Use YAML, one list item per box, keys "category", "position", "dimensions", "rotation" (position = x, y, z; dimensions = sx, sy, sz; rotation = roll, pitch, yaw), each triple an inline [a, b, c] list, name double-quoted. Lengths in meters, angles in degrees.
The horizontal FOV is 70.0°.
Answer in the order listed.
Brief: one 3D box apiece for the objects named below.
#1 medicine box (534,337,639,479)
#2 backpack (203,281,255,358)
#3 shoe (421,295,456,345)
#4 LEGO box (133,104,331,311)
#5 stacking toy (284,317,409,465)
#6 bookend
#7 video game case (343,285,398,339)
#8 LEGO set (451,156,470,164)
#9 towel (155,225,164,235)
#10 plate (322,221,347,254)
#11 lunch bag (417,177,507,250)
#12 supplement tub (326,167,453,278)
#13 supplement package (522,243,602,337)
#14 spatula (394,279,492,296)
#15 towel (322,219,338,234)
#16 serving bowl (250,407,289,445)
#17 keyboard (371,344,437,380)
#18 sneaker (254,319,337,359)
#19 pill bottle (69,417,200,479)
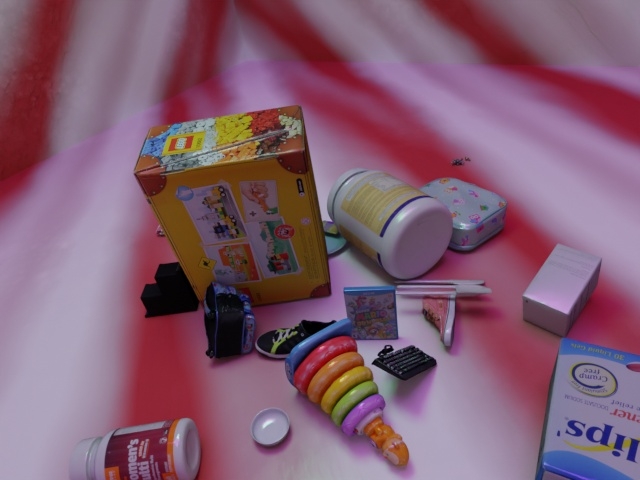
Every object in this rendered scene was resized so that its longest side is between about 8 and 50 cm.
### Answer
- category: "medicine box"
  position: [0.524, 0.344, 0.772]
  dimensions: [0.263, 0.149, 0.289]
  rotation: [11, 40, 27]
- category: "backpack"
  position: [-0.240, 0.191, 1.169]
  dimensions: [0.116, 0.158, 0.173]
  rotation: [-2, 30, -20]
- category: "shoe"
  position: [0.288, 0.188, 1.123]
  dimensions: [0.081, 0.064, 0.178]
  rotation: [2, 32, 19]
- category: "LEGO box"
  position: [-0.187, -0.055, 1.183]
  dimensions: [0.371, 0.501, 0.193]
  rotation: [-7, 45, 3]
- category: "stacking toy"
  position: [0.070, 0.329, 0.933]
  dimensions: [0.165, 0.175, 0.302]
  rotation: [-27, 52, -23]
- category: "bookend"
  position: [-0.442, 0.131, 1.299]
  dimensions: [0.157, 0.156, 0.072]
  rotation: [-9, 36, 3]
- category: "video game case"
  position: [0.122, 0.175, 1.088]
  dimensions: [0.119, 0.167, 0.015]
  rotation: [-3, 36, 11]
- category: "LEGO set"
  position: [0.543, -0.313, 1.778]
  dimensions: [0.083, 0.024, 0.054]
  rotation: [-34, 42, -30]
- category: "towel"
  position: [-0.497, -0.068, 1.701]
  dimensions: [0.196, 0.029, 0.144]
  rotation: [-1, 36, 9]
- category: "plate"
  position: [0.000, 0.000, 1.483]
  dimensions: [0.187, 0.024, 0.188]
  rotation: [-7, 35, 5]
- category: "lunch bag"
  position: [0.411, -0.087, 1.429]
  dimensions: [0.224, 0.108, 0.279]
  rotation: [-32, 40, -23]
- category: "supplement tub"
  position: [0.190, -0.063, 1.337]
  dimensions: [0.240, 0.241, 0.331]
  rotation: [-26, 39, -20]
- category: "supplement package"
  position: [0.568, 0.116, 1.079]
  dimensions: [0.105, 0.105, 0.179]
  rotation: [27, 64, 39]
- category: "spatula"
  position: [0.309, 0.118, 1.187]
  dimensions: [0.241, 0.019, 0.168]
  rotation: [0, 10, 13]
- category: "towel"
  position: [0.033, -0.043, 1.504]
  dimensions: [0.083, 0.010, 0.060]
  rotation: [11, 41, 29]
- category: "serving bowl"
  position: [-0.103, 0.395, 0.960]
  dimensions: [0.083, 0.027, 0.083]
  rotation: [-7, 35, 5]
- category: "keyboard"
  position: [0.177, 0.257, 1.004]
  dimensions: [0.108, 0.023, 0.180]
  rotation: [20, 9, 34]
- category: "sneaker"
  position: [-0.050, 0.226, 1.120]
  dimensions: [0.234, 0.097, 0.084]
  rotation: [-5, 35, 7]
- category: "pill bottle"
  position: [-0.360, 0.428, 0.899]
  dimensions: [0.220, 0.121, 0.121]
  rotation: [-10, 35, 1]
